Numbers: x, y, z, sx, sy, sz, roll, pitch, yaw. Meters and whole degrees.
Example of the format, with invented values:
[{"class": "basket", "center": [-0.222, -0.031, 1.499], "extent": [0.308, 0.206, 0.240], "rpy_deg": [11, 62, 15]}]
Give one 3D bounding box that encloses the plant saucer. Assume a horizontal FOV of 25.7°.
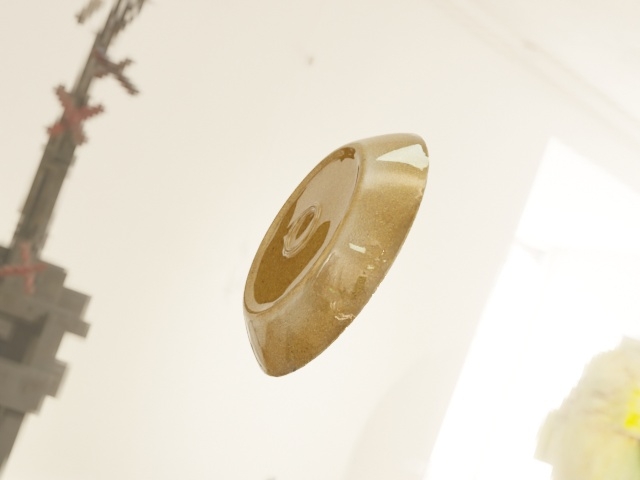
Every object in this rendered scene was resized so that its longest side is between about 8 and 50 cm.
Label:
[{"class": "plant saucer", "center": [0.000, 0.000, 0.410], "extent": [0.015, 0.083, 0.083], "rpy_deg": [33, -6, -18]}]
